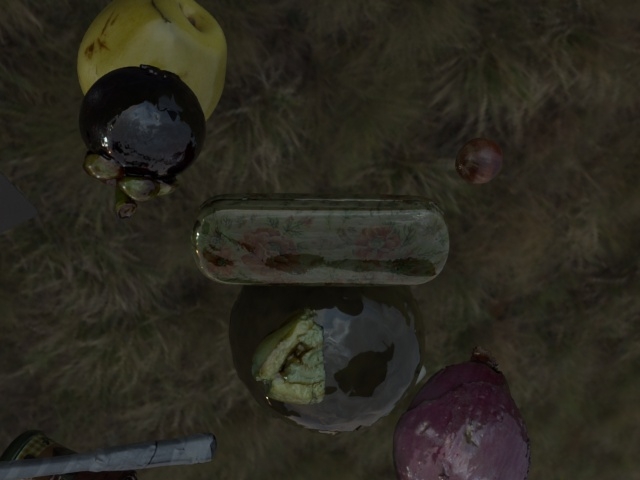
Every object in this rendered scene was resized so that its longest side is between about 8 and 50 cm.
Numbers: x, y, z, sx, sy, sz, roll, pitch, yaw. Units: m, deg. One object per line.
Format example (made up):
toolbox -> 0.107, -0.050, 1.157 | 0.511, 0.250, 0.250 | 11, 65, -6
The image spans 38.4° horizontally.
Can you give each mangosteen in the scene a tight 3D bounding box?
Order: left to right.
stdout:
mangosteen -> -0.271, -0.146, 1.375 | 0.194, 0.194, 0.230 | 8, 101, -46

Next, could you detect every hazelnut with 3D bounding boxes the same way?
hazelnut -> 0.278, -0.138, 1.610 | 0.086, 0.086, 0.086 | -22, 146, -16

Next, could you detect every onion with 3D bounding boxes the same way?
onion -> 0.268, 0.312, 1.493 | 0.348, 0.159, 0.267 | -60, 135, -29

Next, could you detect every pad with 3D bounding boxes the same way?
pad -> -0.539, -0.076, 1.467 | 0.112, 0.003, 0.157 | -23, 126, 21

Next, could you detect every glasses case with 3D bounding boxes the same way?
glasses case -> 0.000, 0.000, 1.521 | 0.425, 0.098, 0.156 | 0, 122, 1

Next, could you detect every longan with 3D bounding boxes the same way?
longan -> 0.006, 0.186, 1.783 | 0.391, 0.391, 0.391 | -22, 146, -16

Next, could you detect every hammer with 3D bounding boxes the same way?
hammer -> -0.301, 0.285, 1.148 | 0.427, 0.044, 0.152 | 9, 96, -47

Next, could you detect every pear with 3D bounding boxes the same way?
pear -> -0.328, -0.356, 1.835 | 0.309, 0.309, 0.309 | -22, 146, -16

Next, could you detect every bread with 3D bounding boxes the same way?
bread -> -0.058, 0.182, 1.444 | 0.110, 0.156, 0.103 | -2, 168, -19

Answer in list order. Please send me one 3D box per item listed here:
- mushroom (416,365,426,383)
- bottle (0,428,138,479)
mushroom -> 0.125, 0.303, 1.971 | 0.225, 0.093, 0.116 | -24, -174, -36
bottle -> -0.359, 0.400, 1.408 | 0.143, 0.271, 0.156 | 99, 18, -56
